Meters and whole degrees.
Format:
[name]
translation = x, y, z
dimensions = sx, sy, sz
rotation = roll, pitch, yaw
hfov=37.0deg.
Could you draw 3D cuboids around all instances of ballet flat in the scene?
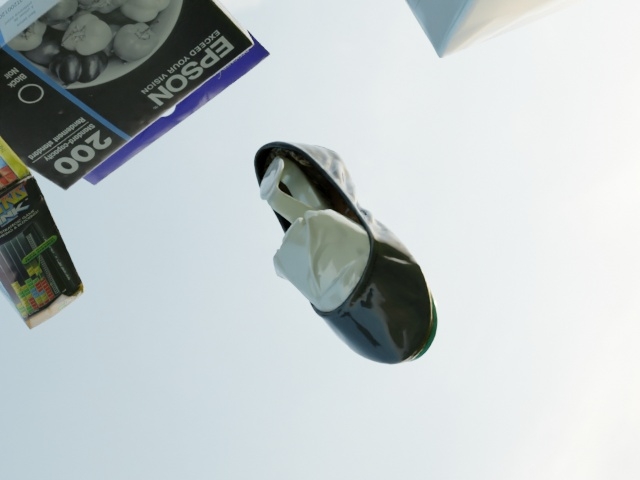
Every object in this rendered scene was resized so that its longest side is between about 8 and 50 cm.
[ballet flat]
translation = 0.000, 0.000, 0.792
dimensions = 0.096, 0.280, 0.095
rotation = 24, -70, -31

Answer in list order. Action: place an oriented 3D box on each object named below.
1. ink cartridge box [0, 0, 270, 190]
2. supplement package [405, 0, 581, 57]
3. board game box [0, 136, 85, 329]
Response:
[ink cartridge box]
translation = -0.161, -0.129, 0.754
dimensions = 0.206, 0.045, 0.208
rotation = -35, -32, 12
[supplement package]
translation = 0.125, -0.213, 0.314
dimensions = 0.204, 0.262, 0.145
rotation = -25, -103, -20
[board game box]
translation = -0.227, -0.043, 0.604
dimensions = 0.048, 0.170, 0.141
rotation = -37, -25, -19
